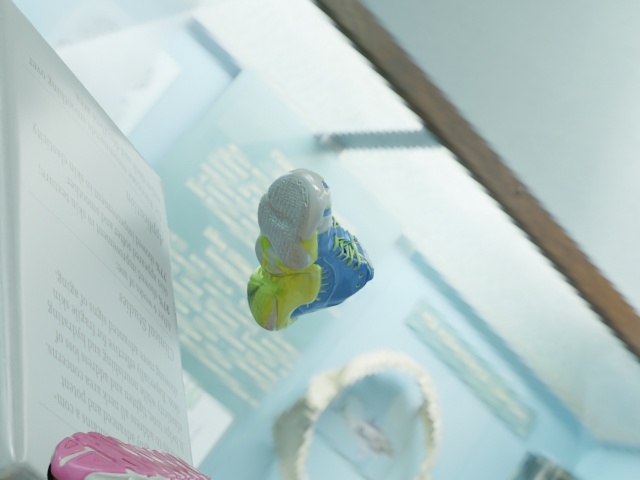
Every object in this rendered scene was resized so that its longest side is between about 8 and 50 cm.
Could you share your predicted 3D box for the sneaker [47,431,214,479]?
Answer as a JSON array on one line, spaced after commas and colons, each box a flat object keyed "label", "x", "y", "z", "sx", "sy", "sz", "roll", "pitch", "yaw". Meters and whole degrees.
[{"label": "sneaker", "x": -0.117, "y": 0.164, "z": 0.905, "sx": 0.063, "sy": 0.075, "sz": 0.170, "roll": 25, "pitch": -4, "yaw": 23}]

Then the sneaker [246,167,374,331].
[{"label": "sneaker", "x": 0.000, "y": 0.000, "z": 1.553, "sx": 0.091, "sy": 0.126, "sz": 0.240, "roll": 64, "pitch": -27, "yaw": 26}]

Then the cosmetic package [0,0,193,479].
[{"label": "cosmetic package", "x": -0.310, "y": 0.085, "z": 1.164, "sx": 0.327, "sy": 0.393, "sz": 0.329, "roll": -15, "pitch": -31, "yaw": 11}]
